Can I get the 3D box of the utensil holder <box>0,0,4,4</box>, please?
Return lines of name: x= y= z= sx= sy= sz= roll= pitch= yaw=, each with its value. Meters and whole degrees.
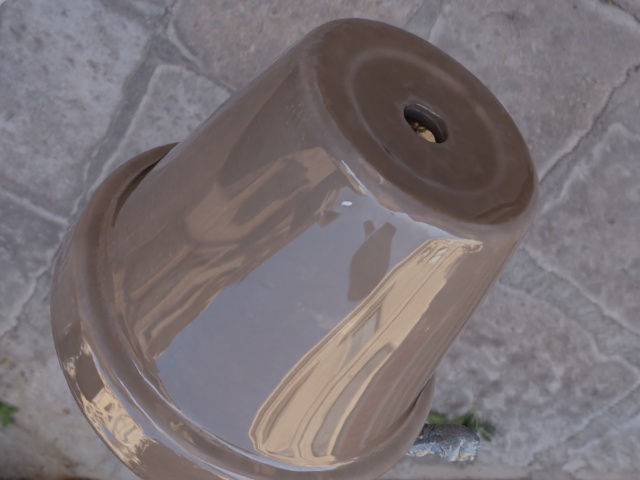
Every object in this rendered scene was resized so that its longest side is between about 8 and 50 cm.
utensil holder: x=-0.231 y=-0.235 z=0.240 sx=0.327 sy=0.385 sz=0.328 roll=-1 pitch=94 yaw=-16

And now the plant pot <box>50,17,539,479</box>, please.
plant pot: x=0.000 y=0.000 z=0.493 sx=0.263 sy=0.263 sz=0.229 roll=31 pitch=132 yaw=-11

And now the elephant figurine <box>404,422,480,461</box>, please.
elephant figurine: x=0.037 y=0.188 z=0.957 sx=0.239 sy=0.169 sz=0.186 roll=-22 pitch=84 yaw=5
